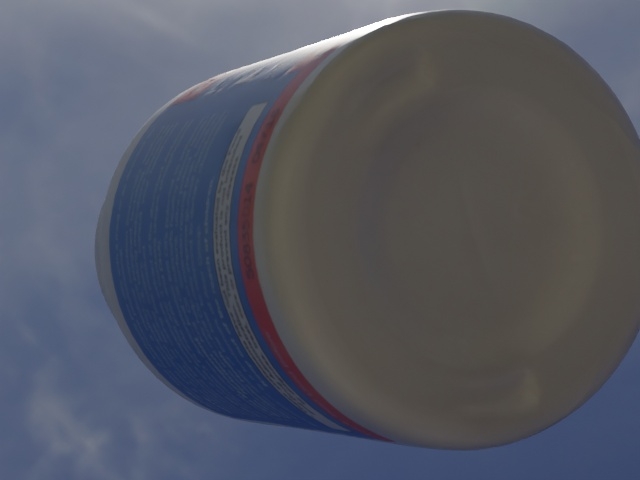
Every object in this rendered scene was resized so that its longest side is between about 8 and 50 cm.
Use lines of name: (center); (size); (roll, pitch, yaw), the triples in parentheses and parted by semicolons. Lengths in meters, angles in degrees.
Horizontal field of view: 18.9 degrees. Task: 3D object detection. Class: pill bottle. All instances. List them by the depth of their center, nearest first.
pill bottle: (0.000, 0.000, 0.619); (0.124, 0.124, 0.221); (-56, -162, -16)
